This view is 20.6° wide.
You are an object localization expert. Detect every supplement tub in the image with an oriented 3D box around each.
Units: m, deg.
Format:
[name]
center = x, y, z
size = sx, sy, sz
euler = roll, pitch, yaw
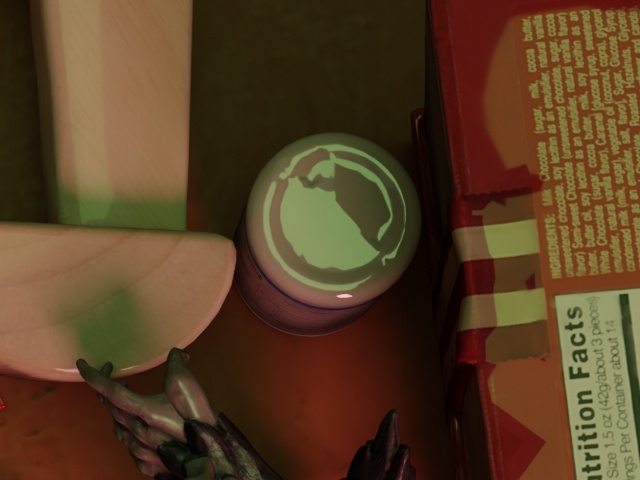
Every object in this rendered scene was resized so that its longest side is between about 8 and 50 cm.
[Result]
[supplement tub]
center = 0.000, 0.000, 0.728
size = 0.071, 0.107, 0.071
euler = 1, 80, -6

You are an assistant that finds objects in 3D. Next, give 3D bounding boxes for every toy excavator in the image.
[toy excavator]
center = -0.167, -0.214, 0.697
size = 0.445, 0.222, 0.433
euler = 29, 76, -15

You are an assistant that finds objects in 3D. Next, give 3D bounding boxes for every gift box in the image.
[gift box]
center = 0.177, 0.035, 0.683
size = 0.276, 0.258, 0.255
euler = -2, 78, 2

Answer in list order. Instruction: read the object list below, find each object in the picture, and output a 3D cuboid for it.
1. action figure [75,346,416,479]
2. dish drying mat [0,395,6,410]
[action figure]
center = -0.064, 0.124, 0.661
size = 0.141, 0.275, 0.164
euler = 39, 114, 23
[dish drying mat]
center = -0.175, 0.075, 0.731
size = 0.083, 0.008, 0.032
euler = -27, 87, -16
